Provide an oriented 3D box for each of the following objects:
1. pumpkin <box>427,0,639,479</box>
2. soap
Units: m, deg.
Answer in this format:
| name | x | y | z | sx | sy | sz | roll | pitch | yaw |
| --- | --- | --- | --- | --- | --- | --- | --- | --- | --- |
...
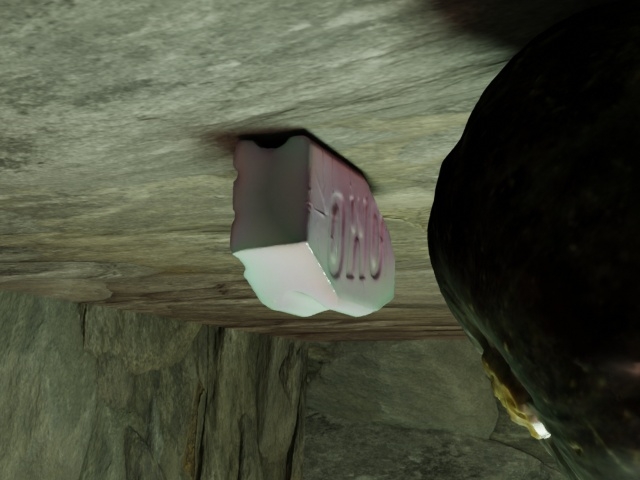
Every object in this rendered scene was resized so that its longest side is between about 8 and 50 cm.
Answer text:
| name | x | y | z | sx | sy | sz | roll | pitch | yaw |
| --- | --- | --- | --- | --- | --- | --- | --- | --- | --- |
| pumpkin | 0.281 | 0.030 | 0.741 | 0.344 | 0.454 | 0.454 | -30 | 166 | 2 |
| soap | 0.000 | 0.000 | 1.258 | 0.109 | 0.193 | 0.324 | -2 | 169 | 21 |
